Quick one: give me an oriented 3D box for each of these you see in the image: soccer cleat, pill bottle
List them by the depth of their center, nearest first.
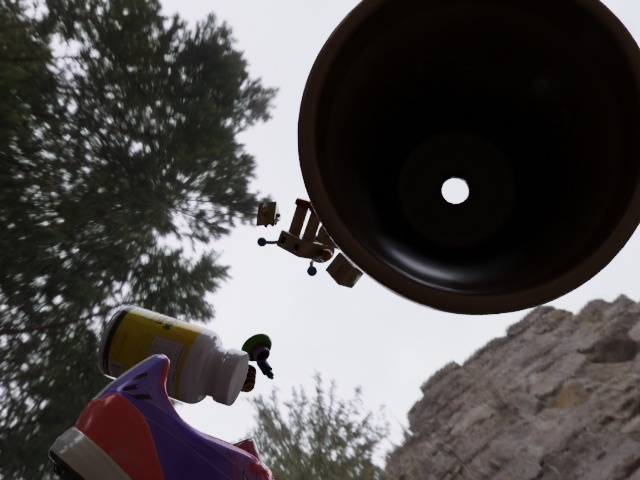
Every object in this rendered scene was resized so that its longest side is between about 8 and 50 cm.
[{"bbox_3d":[-0.056,0.225,0.618,0.318,0.108,0.116,44,-114,-11],"label":"soccer cleat"},{"bbox_3d":[-0.194,0.158,1.064,0.184,0.103,0.103,16,-91,11],"label":"pill bottle"}]

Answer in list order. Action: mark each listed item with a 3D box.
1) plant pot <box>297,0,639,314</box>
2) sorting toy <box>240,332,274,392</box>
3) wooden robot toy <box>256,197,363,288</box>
[{"bbox_3d":[0.120,-0.066,0.673,0.262,0.229,0.263,-1,-97,5],"label":"plant pot"},{"bbox_3d":[-0.098,0.194,1.210,0.061,0.042,0.102,17,-69,-41],"label":"sorting toy"},{"bbox_3d":[0.000,0.000,0.944,0.079,0.173,0.076,20,-83,-49],"label":"wooden robot toy"}]
